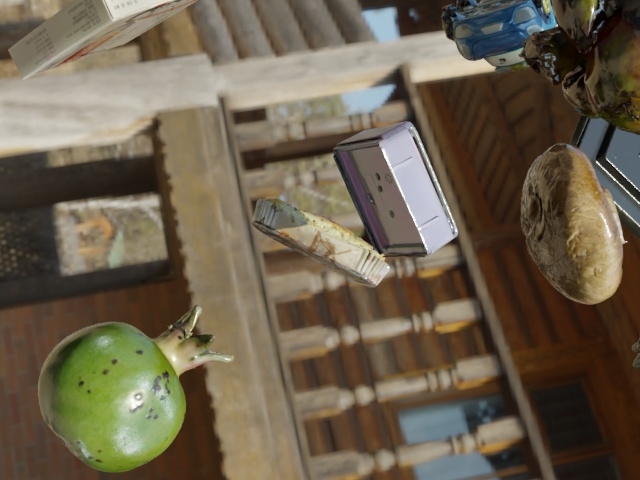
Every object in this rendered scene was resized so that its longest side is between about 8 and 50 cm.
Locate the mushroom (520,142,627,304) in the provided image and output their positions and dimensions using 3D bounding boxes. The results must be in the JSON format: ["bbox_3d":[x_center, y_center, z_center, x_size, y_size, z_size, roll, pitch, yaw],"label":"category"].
[{"bbox_3d":[0.392,-0.031,1.711,0.278,0.146,0.278,165,-90,-90],"label":"mushroom"}]

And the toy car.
[{"bbox_3d":[0.350,-0.399,2.042,0.314,0.198,0.166,-53,126,-64],"label":"toy car"}]

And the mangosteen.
[{"bbox_3d":[0.526,-0.306,1.541,0.421,0.381,0.380,-6,-86,39],"label":"mangosteen"}]

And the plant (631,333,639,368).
[{"bbox_3d":[0.599,0.168,1.778,0.132,0.129,0.194,42,-37,17],"label":"plant"}]

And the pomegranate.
[{"bbox_3d":[-0.217,0.166,1.280,0.181,0.224,0.181,50,-20,26],"label":"pomegranate"}]

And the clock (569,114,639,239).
[{"bbox_3d":[0.564,-0.147,1.893,0.049,0.279,0.273,-25,-149,53],"label":"clock"}]

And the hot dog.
[{"bbox_3d":[0.000,0.000,1.942,0.075,0.268,0.144,-63,179,-7],"label":"hot dog"}]

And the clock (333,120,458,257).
[{"bbox_3d":[0.112,-0.074,1.633,0.145,0.073,0.193,-1,-64,59],"label":"clock"}]

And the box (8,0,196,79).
[{"bbox_3d":[-0.339,-0.360,1.756,0.353,0.214,0.069,-15,-79,52],"label":"box"}]
